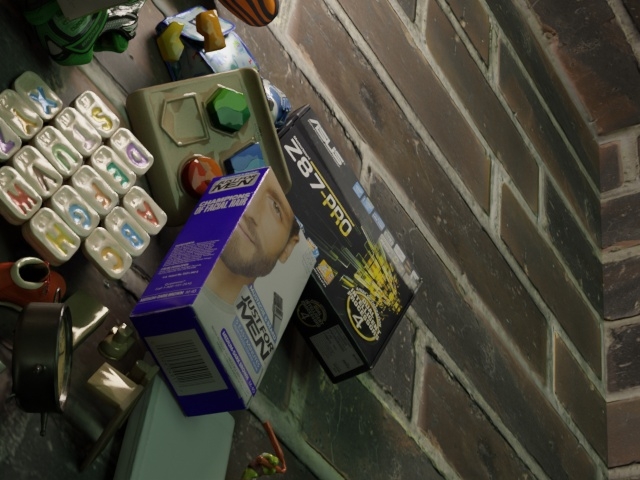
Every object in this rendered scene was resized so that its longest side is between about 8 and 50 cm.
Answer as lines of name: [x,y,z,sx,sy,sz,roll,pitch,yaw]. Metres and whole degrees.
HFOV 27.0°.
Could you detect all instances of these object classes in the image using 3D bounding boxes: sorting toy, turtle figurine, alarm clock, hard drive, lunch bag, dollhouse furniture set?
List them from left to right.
alarm clock: [-0.326,0.125,1.575,0.192,0.064,0.129,-87,-179,-52]
dollhouse furniture set: [-0.305,0.177,1.710,0.151,0.123,0.144,35,31,2]
hard drive: [-0.201,0.329,1.787,0.203,0.040,0.308,52,35,-42]
sorting toy: [-0.177,-0.192,2.026,0.229,0.041,0.307,-18,91,-33]
lunch bag: [-0.187,-0.301,2.142,0.151,0.096,0.129,55,32,-4]
turtle figurine: [-0.102,0.397,1.890,0.217,0.087,0.270,36,57,-86]

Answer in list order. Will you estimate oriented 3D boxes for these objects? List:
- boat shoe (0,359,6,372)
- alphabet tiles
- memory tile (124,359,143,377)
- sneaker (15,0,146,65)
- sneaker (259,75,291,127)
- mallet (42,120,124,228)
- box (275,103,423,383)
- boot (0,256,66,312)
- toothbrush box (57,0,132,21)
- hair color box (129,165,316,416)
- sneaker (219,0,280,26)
boat shoe: [-0.450,0.099,1.398,0.097,0.116,0.324,-54,152,-8]
alphabet tiles: [-0.323,-0.089,1.746,0.278,0.021,0.284,49,34,-13]
memory tile: [-0.221,0.210,1.868,0.113,0.012,0.148,68,28,-12]
sneaker: [-0.309,-0.349,1.916,0.343,0.134,0.146,-46,124,-51]
sneaker: [-0.084,-0.224,2.196,0.081,0.080,0.211,24,14,-14]
mallet: [-0.332,-0.080,1.804,0.190,0.062,0.039,52,29,-9]
box: [0.000,0.000,2.264,0.395,0.097,0.318,57,29,-11]
boot: [-0.350,0.052,1.632,0.158,0.084,0.059,8,67,-63]
toothbrush box: [-0.264,-0.445,1.767,0.283,0.122,0.206,-51,123,-51]
hair color box: [-0.127,0.065,1.881,0.185,0.110,0.339,64,28,-28]
sneaker: [-0.201,-0.456,2.187,0.321,0.124,0.180,50,37,-19]
